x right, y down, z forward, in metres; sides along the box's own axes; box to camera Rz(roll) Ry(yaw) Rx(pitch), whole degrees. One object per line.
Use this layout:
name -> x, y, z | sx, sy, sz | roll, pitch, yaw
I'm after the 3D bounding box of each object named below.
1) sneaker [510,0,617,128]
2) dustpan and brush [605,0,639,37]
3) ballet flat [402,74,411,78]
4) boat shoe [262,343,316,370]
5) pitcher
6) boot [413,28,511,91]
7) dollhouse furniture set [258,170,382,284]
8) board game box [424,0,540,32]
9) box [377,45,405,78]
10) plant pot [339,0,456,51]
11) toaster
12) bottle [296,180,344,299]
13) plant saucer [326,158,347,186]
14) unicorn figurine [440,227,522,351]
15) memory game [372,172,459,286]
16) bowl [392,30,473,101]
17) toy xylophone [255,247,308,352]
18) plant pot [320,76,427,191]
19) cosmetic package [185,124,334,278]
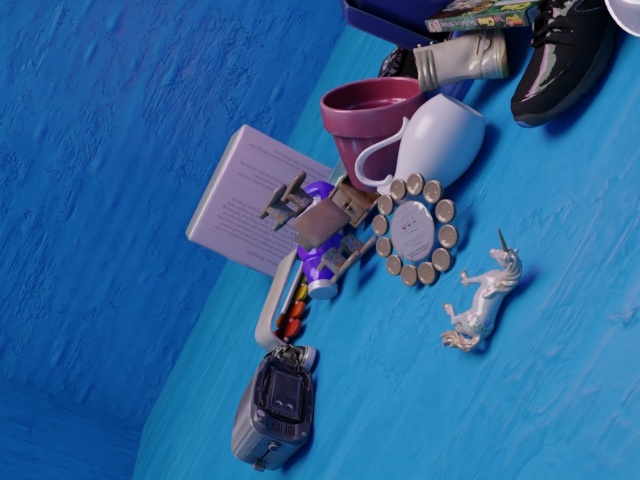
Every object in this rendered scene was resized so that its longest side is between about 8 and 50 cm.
sneaker -> 0.328, -0.315, 0.787 | 0.340, 0.140, 0.125 | -63, 15, 7
dustpan and brush -> 0.376, -0.252, 0.653 | 0.147, 0.060, 0.211 | 0, 66, 42
ballet flat -> 0.116, -0.280, 1.289 | 0.203, 0.074, 0.074 | -52, 18, 37
boat shoe -> -0.077, 0.273, 1.346 | 0.219, 0.070, 0.077 | -37, 31, 61
pitcher -> 0.165, -0.151, 1.021 | 0.207, 0.178, 0.125 | -61, -18, 22
boot -> 0.252, -0.351, 1.083 | 0.165, 0.077, 0.213 | -9, 46, 20
dollhouse furniture set -> 0.041, -0.073, 1.261 | 0.242, 0.212, 0.161 | -40, -10, -48
board game box -> 0.299, -0.392, 0.992 | 0.136, 0.030, 0.260 | -33, 26, -12
box -> 0.164, -0.410, 1.407 | 0.083, 0.018, 0.067 | -26, 43, 65
plant pot -> 0.165, -0.519, 1.207 | 0.236, 0.236, 0.212 | -95, 27, -59
toaster -> -0.097, 0.340, 1.192 | 0.146, 0.129, 0.227 | -58, 17, 32
bottle -> 0.000, 0.000, 1.406 | 0.118, 0.092, 0.282 | -37, 45, 41
plant saucer -> 0.064, -0.130, 1.597 | 0.317, 0.044, 0.317 | -57, 17, 28
unicorn figurine -> 0.206, 0.066, 0.753 | 0.111, 0.060, 0.161 | -167, 86, -75
memory game -> 0.151, -0.016, 0.966 | 0.186, 0.012, 0.186 | 6, 97, 52
bowl -> 0.225, -0.371, 1.337 | 0.391, 0.077, 0.391 | -55, 20, 31
toy xylophone -> -0.073, 0.141, 1.537 | 0.236, 0.081, 0.322 | -29, 37, 66
plant pot -> 0.111, -0.201, 1.163 | 0.201, 0.202, 0.180 | -89, -10, -59
cosmetic package -> -0.209, -0.119, 1.959 | 0.393, 0.330, 0.327 | -64, 15, -3
